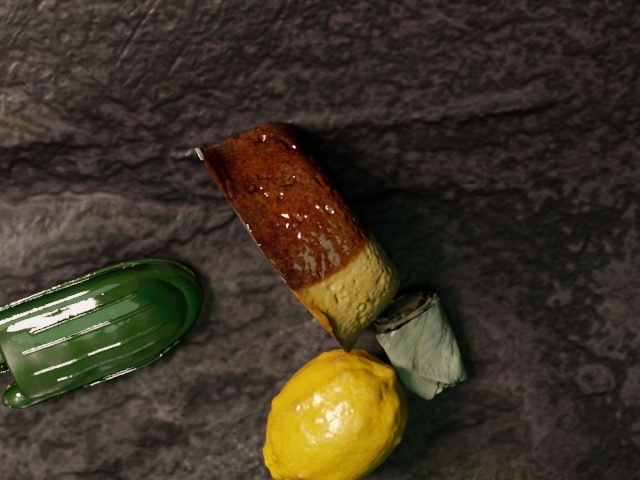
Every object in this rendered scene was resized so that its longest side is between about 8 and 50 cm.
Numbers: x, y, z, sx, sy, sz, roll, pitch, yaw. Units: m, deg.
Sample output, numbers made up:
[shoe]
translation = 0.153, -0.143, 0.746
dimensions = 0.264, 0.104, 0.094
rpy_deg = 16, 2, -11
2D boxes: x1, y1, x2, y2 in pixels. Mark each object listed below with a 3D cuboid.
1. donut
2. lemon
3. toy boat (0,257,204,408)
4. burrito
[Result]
[donut]
translation = 0.000, 0.002, 1.637
dimensions = 0.085, 0.141, 0.217
rpy_deg = -36, 120, 1
[lemon]
translation = 0.012, 0.162, 1.719
dimensions = 0.114, 0.114, 0.155
rpy_deg = 36, 111, -22
[toy boat]
translation = -0.202, 0.078, 1.681
dimensions = 0.210, 0.052, 0.104
rpy_deg = -21, 115, 1
[burrito]
translation = 0.090, 0.099, 1.736
dimensions = 0.074, 0.044, 0.118
rpy_deg = -37, 131, -18
